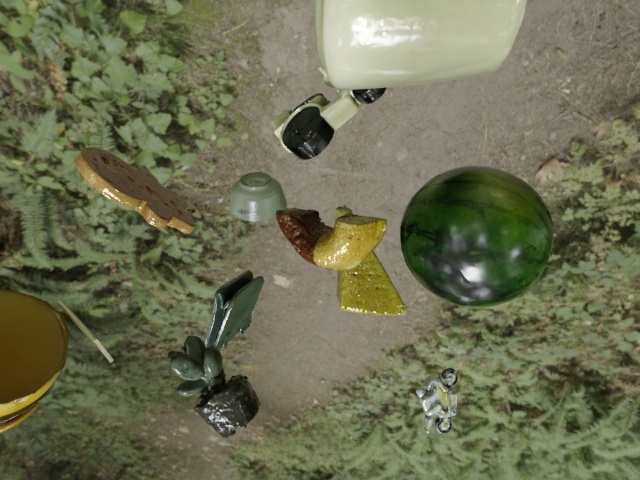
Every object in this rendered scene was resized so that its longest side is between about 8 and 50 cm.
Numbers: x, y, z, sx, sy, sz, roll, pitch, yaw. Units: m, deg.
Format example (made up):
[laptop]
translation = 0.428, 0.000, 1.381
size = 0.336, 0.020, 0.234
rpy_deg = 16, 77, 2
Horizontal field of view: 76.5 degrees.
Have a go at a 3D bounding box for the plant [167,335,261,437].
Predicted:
[plant]
translation = -0.286, 0.377, 1.069
size = 0.274, 0.149, 0.146
rpy_deg = 52, 172, -8

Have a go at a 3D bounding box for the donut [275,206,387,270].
[donut]
translation = 0.000, 0.000, 1.005
size = 0.295, 0.151, 0.112
rpy_deg = 10, -175, 32

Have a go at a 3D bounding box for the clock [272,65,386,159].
[clock]
translation = 0.016, -0.438, 1.316
size = 0.379, 0.276, 0.120
rpy_deg = -39, 137, 12

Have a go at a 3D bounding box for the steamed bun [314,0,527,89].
[steamed bun]
translation = 0.172, -0.492, 0.712
size = 0.371, 0.456, 0.290
rpy_deg = -1, 146, 7

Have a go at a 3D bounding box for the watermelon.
[watermelon]
translation = 0.257, -0.007, 0.690
size = 0.242, 0.242, 0.242
rpy_deg = 13, 140, 11

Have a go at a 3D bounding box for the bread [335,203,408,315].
[bread]
translation = 0.169, 0.055, 1.404
size = 0.244, 0.362, 0.233
rpy_deg = 2, -178, 1

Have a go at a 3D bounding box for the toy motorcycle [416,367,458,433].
[toy motorcycle]
translation = 0.402, 0.552, 1.407
size = 0.151, 0.229, 0.074
rpy_deg = 10, 178, -7

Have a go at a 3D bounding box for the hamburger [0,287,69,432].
[hamburger]
translation = -0.954, 0.356, 1.136
size = 0.395, 0.396, 0.277
rpy_deg = 36, 120, -17

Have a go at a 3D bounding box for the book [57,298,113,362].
[book]
translation = -0.598, 0.231, 1.035
size = 0.172, 0.012, 0.118
rpy_deg = 33, 145, 24

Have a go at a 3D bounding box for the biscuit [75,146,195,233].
[biscuit]
translation = -0.520, -0.137, 1.163
size = 0.052, 0.275, 0.355
rpy_deg = -45, 141, 10

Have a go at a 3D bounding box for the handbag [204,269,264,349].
[handbag]
translation = -0.312, 0.257, 1.477
size = 0.079, 0.247, 0.260
rpy_deg = 23, 112, 12

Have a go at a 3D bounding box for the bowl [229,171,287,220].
[bowl]
translation = -0.225, -0.171, 1.450
size = 0.211, 0.211, 0.112
rpy_deg = 11, 127, 14

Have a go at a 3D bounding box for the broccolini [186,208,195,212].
[broccolini]
translation = -0.492, -0.110, 1.423
size = 0.140, 0.030, 0.035
rpy_deg = 7, 157, 37
